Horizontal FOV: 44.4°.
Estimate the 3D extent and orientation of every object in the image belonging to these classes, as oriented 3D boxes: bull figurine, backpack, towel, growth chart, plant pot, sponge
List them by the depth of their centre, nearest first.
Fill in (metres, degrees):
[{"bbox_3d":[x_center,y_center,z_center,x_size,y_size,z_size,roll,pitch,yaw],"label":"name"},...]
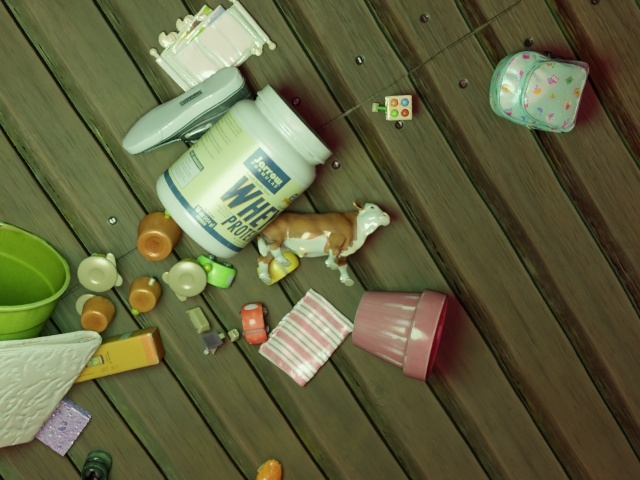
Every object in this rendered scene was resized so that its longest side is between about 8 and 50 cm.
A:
[{"bbox_3d":[-0.659,0.323,1.647,0.053,0.317,0.332,48,110,25],"label":"towel"},{"bbox_3d":[0.462,-0.320,1.669,0.188,0.144,0.166,13,105,1],"label":"backpack"},{"bbox_3d":[-0.768,0.185,1.681,0.366,0.366,0.353,22,111,-4],"label":"plant pot"},{"bbox_3d":[-0.240,-0.425,1.713,0.237,0.021,0.172,-35,98,6],"label":"growth chart"},{"bbox_3d":[0.000,0.000,1.725,0.310,0.188,0.101,-2,138,8],"label":"bull figurine"},{"bbox_3d":[0.174,0.195,1.744,0.180,0.201,0.201,13,100,14],"label":"plant pot"},{"bbox_3d":[-0.031,0.228,1.823,0.144,0.029,0.197,40,98,-7],"label":"towel"},{"bbox_3d":[-0.661,0.404,1.856,0.210,0.031,0.117,37,98,-6],"label":"sponge"}]

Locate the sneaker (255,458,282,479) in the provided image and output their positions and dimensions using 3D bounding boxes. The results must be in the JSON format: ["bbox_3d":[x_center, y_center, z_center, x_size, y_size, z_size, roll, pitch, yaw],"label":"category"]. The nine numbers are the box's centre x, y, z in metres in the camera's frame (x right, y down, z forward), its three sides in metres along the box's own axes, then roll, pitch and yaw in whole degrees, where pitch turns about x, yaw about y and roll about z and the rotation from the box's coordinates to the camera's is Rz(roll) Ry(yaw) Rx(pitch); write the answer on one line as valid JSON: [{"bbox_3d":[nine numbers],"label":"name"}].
[{"bbox_3d":[-0.139,0.605,1.872,0.064,0.067,0.175,24,98,-2],"label":"sneaker"}]

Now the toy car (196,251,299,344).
[{"bbox_3d":[-0.187,0.100,1.782,0.225,0.053,0.239,23,93,-1],"label":"toy car"}]

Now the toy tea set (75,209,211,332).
[{"bbox_3d":[-0.419,0.070,1.766,0.336,0.124,0.200,-25,112,8],"label":"toy tea set"}]

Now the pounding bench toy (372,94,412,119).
[{"bbox_3d":[0.155,-0.289,1.712,0.083,0.065,0.052,-2,100,1],"label":"pounding bench toy"}]

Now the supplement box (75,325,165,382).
[{"bbox_3d":[-0.485,0.265,1.809,0.233,0.080,0.078,-13,99,1],"label":"supplement box"}]

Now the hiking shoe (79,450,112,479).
[{"bbox_3d":[-0.547,0.620,1.852,0.086,0.114,0.227,5,100,0],"label":"hiking shoe"}]

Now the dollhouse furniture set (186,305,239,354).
[{"bbox_3d":[-0.260,0.207,1.830,0.091,0.081,0.114,-23,70,-31],"label":"dollhouse furniture set"}]

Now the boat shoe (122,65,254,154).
[{"bbox_3d":[-0.284,-0.260,1.704,0.301,0.108,0.102,-33,130,0],"label":"boat shoe"}]

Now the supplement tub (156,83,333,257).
[{"bbox_3d":[-0.158,-0.146,1.653,0.325,0.235,0.235,-43,97,7],"label":"supplement tub"}]
